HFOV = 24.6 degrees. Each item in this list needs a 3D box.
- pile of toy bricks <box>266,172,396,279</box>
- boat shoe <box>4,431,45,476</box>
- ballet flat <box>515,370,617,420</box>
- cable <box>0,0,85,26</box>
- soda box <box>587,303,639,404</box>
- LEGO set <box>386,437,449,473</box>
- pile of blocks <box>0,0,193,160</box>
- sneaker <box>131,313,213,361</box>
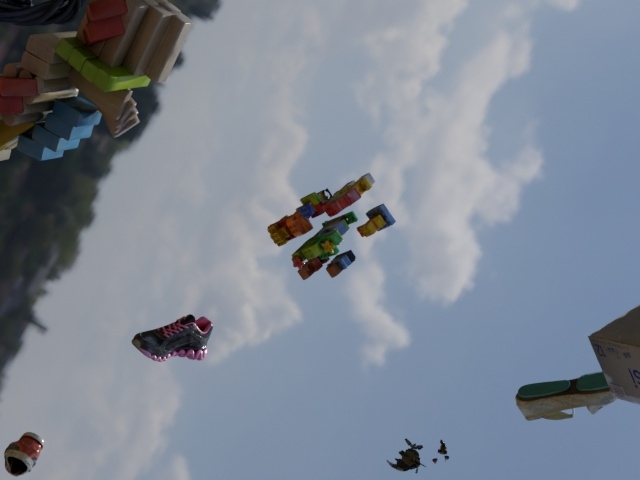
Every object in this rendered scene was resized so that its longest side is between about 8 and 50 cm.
[{"bbox_3d":[0.000,0.000,2.000,0.212,0.118,0.105,-25,-166,46],"label":"pile of toy bricks"},{"bbox_3d":[-0.425,0.311,2.075,0.137,0.049,0.043,-44,-165,56],"label":"boat shoe"},{"bbox_3d":[0.343,0.208,1.951,0.168,0.052,0.057,-11,-159,27],"label":"ballet flat"},{"bbox_3d":[-0.322,-0.306,1.568,0.150,0.184,0.047,-39,-155,-22],"label":"cable"},{"bbox_3d":[0.427,0.140,1.651,0.098,0.091,0.286,-29,-167,-18],"label":"soda box"},{"bbox_3d":[0.130,0.291,1.955,0.023,0.083,0.054,87,8,-48],"label":"LEGO set"},{"bbox_3d":[-0.312,-0.173,1.724,0.362,0.149,0.112,-33,172,32],"label":"pile of blocks"},{"bbox_3d":[-0.172,0.110,1.729,0.119,0.047,0.057,2,122,-53],"label":"sneaker"}]
